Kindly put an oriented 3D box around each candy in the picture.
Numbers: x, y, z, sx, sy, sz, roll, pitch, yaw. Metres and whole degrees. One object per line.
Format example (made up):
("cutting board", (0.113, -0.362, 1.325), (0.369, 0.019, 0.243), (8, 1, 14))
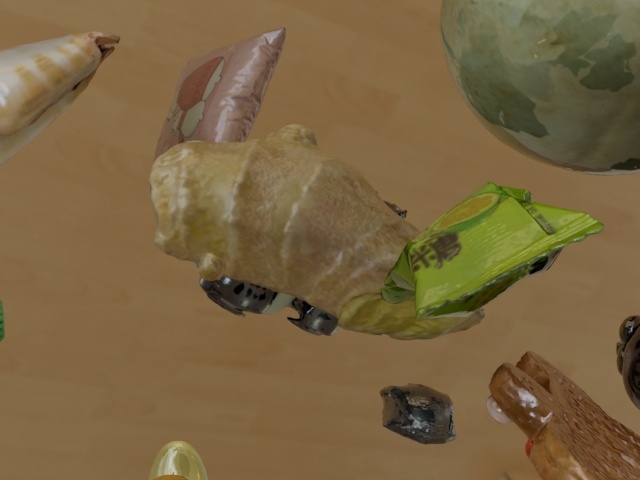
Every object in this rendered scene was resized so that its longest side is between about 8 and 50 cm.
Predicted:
("candy", (0.115, 0.005, 0.940), (0.149, 0.246, 0.069), (-33, 99, -2))

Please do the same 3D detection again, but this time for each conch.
("conch", (-0.372, -0.192, 1.553), (0.255, 0.127, 0.158), (-46, -178, -24))

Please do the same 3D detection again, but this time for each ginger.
("ginger", (0.000, 0.000, 1.242), (0.190, 0.354, 0.126), (-60, -179, -28))

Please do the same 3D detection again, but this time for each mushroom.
("mushroom", (0.282, -0.213, 1.169), (0.352, 0.260, 0.352), (-6, 154, -3))

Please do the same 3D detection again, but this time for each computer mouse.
("computer mouse", (0.103, 0.172, 1.328), (0.079, 0.135, 0.047), (12, 97, -9))

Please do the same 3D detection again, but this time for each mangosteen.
("mangosteen", (0.403, 0.144, 1.496), (0.137, 0.151, 0.137), (-8, 106, -31))

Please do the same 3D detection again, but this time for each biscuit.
("biscuit", (0.205, 0.169, 0.959), (0.049, 0.205, 0.324), (-50, 177, 8))

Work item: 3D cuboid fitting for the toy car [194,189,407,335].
("toy car", (-0.043, -0.018, 1.437), (0.255, 0.190, 0.189), (18, 107, -46))

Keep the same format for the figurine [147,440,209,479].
("figurine", (-0.224, 0.444, 1.923), (0.124, 0.325, 0.222), (-2, 142, 1))

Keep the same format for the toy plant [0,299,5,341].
("toy plant", (-0.585, 0.114, 1.879), (0.240, 0.088, 0.155), (21, 94, -18))

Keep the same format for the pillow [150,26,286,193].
("pillow", (-0.149, -0.176, 1.762), (0.084, 0.223, 0.236), (28, 70, -30))
